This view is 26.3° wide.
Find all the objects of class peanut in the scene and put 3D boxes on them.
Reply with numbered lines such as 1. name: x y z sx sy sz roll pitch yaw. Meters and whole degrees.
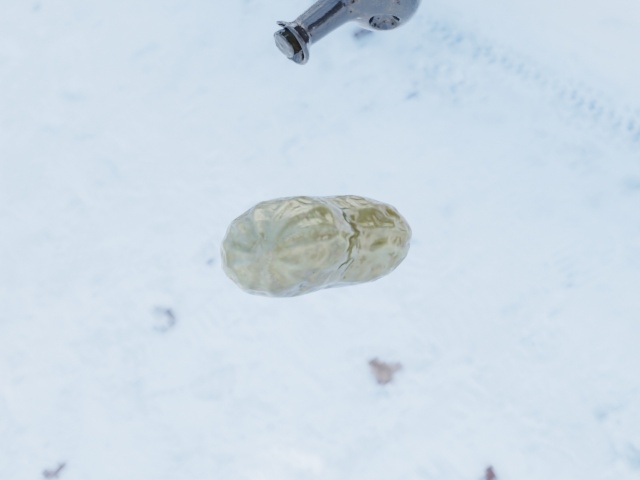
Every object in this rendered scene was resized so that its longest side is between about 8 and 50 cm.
1. peanut: 0.000 0.000 1.171 0.083 0.194 0.093 61 138 24

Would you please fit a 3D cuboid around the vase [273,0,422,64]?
1. vase: 0.026 -0.260 1.487 0.183 0.120 0.120 -38 37 -18
